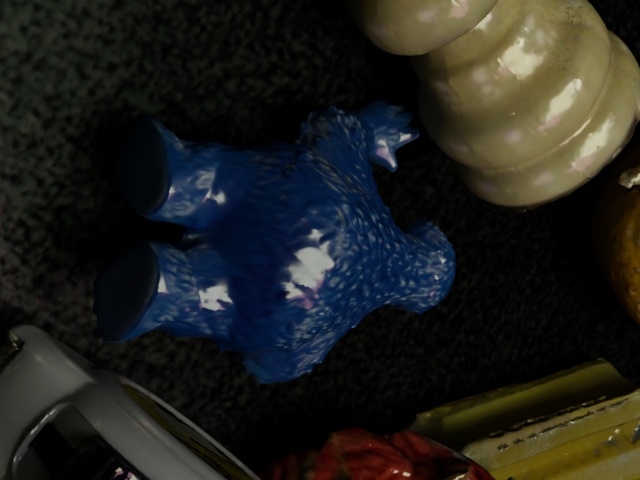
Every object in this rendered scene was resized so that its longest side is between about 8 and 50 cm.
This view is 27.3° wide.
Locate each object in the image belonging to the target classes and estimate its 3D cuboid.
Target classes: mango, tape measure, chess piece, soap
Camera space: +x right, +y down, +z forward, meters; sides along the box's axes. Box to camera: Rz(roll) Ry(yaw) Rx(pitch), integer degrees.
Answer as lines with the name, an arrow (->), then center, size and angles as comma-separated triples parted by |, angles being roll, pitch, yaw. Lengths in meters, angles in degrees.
mango -> 0.312, 0.000, 1.059 | 0.317, 0.119, 0.176 | 16, 86, -49
tape measure -> -0.098, 0.146, 0.702 | 0.105, 0.178, 0.196 | -51, 132, -5
chess piece -> 0.079, -0.146, 0.788 | 0.261, 0.143, 0.143 | 44, 75, -38
soap -> 0.162, 0.180, 1.019 | 0.233, 0.076, 0.135 | -12, 114, -37

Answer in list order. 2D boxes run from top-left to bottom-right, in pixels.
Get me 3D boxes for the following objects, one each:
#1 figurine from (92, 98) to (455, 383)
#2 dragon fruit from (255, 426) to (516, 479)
figurine -> -0.005, 0.007, 0.774 | 0.262, 0.121, 0.164 | -9, 107, -42
dragon fruit -> 0.058, 0.241, 0.837 | 0.317, 0.152, 0.205 | 27, 95, -29
